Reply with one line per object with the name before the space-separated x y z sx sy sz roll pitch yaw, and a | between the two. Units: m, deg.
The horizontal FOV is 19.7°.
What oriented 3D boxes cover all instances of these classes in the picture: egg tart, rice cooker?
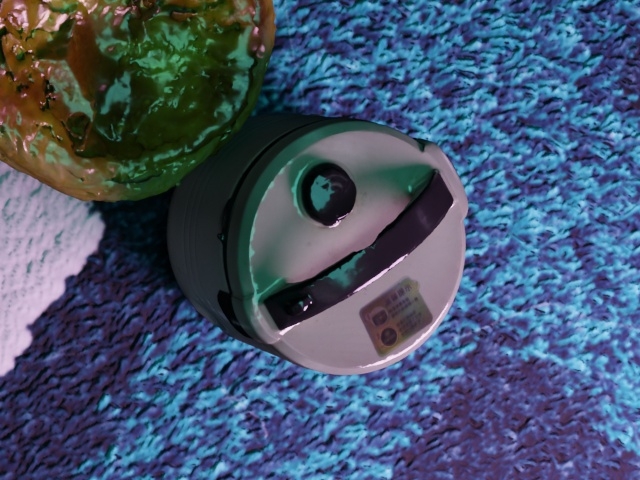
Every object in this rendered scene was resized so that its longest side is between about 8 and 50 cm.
egg tart | -0.179 -0.172 1.496 0.290 0.115 0.290 -5 101 -26
rice cooker | 0.000 0.000 1.556 0.226 0.244 0.226 -1 94 -24
